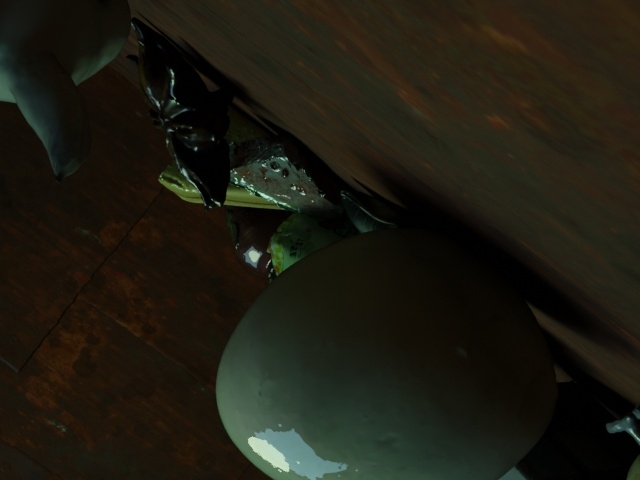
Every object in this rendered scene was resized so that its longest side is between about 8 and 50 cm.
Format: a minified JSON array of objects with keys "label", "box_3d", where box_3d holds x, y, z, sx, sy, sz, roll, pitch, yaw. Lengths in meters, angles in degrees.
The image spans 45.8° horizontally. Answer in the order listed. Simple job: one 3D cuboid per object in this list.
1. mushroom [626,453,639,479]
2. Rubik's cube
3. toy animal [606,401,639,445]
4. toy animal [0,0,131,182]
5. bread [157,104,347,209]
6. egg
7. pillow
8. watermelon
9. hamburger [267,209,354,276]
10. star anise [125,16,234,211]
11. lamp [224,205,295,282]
[{"label":"mushroom","box_3d":[0.464,0.328,0.941,0.127,0.166,0.166,-16,-143,-36]},{"label":"Rubik's cube","box_3d":[0.353,0.472,1.246,0.362,0.358,0.363,4,-154,-35]},{"label":"toy animal","box_3d":[0.388,0.237,0.767,0.206,0.081,0.367,49,173,38]},{"label":"toy animal","box_3d":[-0.295,-0.188,0.675,0.196,0.241,0.368,36,180,-36]},{"label":"bread","box_3d":[-0.095,-0.074,1.173,0.264,0.163,0.167,37,178,8]},{"label":"egg","box_3d":[0.059,0.134,0.786,0.283,0.345,0.283,-17,-90,-85]},{"label":"pillow","box_3d":[0.082,-0.014,0.926,0.136,0.055,0.091,32,143,51]},{"label":"watermelon","box_3d":[-0.040,-0.101,1.032,0.187,0.071,0.139,21,158,-2]},{"label":"hamburger","box_3d":[0.055,0.023,1.098,0.235,0.125,0.214,-12,-142,-25]},{"label":"star anise","box_3d":[-0.164,-0.166,0.985,0.272,0.103,0.272,53,160,30]},{"label":"lamp","box_3d":[-0.083,-0.042,1.377,0.180,0.180,0.258,38,-154,-49]}]
